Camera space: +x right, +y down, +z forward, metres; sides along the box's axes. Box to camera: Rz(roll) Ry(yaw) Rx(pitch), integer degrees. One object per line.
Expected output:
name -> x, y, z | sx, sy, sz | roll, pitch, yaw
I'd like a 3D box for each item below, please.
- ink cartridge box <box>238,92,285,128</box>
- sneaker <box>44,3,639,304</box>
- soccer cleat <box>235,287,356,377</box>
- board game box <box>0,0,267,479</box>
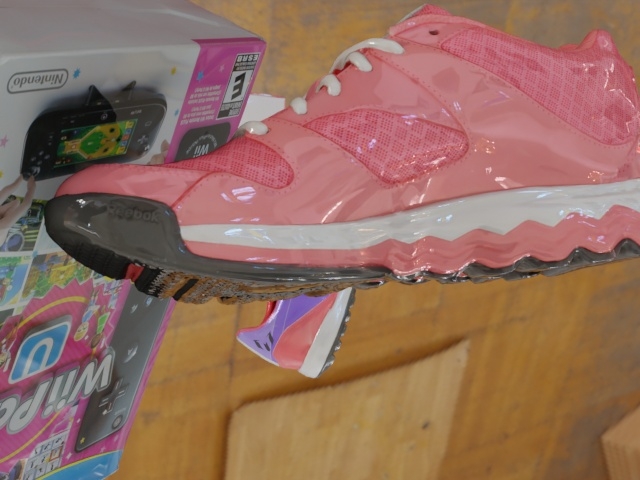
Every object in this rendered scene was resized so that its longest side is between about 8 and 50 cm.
ink cartridge box -> -0.127, -0.134, 1.634 | 0.092, 0.218, 0.158 | 2, 88, -20
sneaker -> 0.025, -0.044, 0.504 | 0.314, 0.116, 0.136 | -4, 83, -22
soccer cleat -> 0.000, 0.000, 1.255 | 0.116, 0.108, 0.318 | 20, 74, -5
board game box -> -0.163, 0.019, 0.553 | 0.224, 0.097, 0.303 | -23, 140, -61
